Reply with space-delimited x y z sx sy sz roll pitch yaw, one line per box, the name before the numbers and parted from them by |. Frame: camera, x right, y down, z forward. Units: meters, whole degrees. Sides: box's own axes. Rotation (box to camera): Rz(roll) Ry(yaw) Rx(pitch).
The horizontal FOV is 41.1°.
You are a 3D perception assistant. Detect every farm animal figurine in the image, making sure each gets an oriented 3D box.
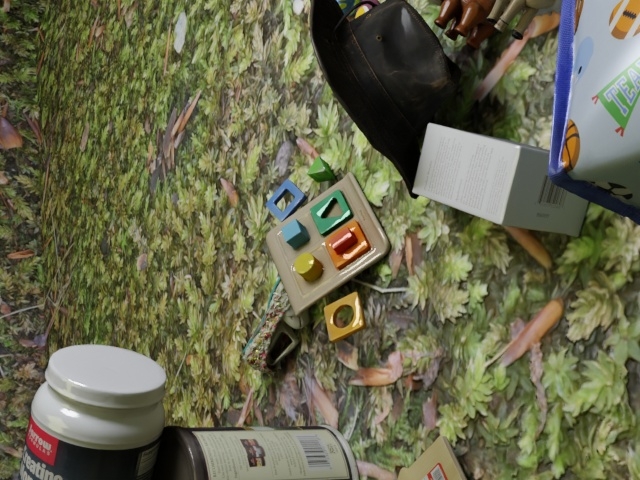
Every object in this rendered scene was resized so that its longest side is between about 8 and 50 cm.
farm animal figurine | 0.140 -0.400 1.050 0.172 0.330 0.327 -55 15 5

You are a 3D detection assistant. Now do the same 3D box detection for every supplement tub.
supplement tub | -0.334 0.309 1.243 0.191 0.191 0.272 31 110 56

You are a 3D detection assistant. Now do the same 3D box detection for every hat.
hat | 0.110 -0.225 1.135 0.133 0.331 0.331 -27 56 17

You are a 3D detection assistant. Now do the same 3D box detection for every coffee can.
coffee can | -0.107 0.386 1.307 0.201 0.275 0.202 -18 69 56

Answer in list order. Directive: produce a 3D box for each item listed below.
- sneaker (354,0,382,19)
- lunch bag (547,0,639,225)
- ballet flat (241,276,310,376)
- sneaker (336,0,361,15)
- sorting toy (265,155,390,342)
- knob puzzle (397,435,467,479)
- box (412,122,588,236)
sneaker | 0.061 -0.305 1.352 0.069 0.083 0.186 -18 69 56
lunch bag | 0.375 -0.231 0.712 0.327 0.238 0.386 -23 49 55
ballet flat | -0.061 0.142 1.485 0.077 0.091 0.241 40 127 19
sneaker | 0.046 -0.472 1.424 0.078 0.067 0.188 36 118 48
sorting toy | 0.000 0.000 1.363 0.196 0.047 0.348 -38 48 15
knob puzzle | 0.153 0.384 1.124 0.213 0.029 0.213 -15 72 55
box | 0.216 -0.074 1.017 0.170 0.130 0.091 28 109 57
